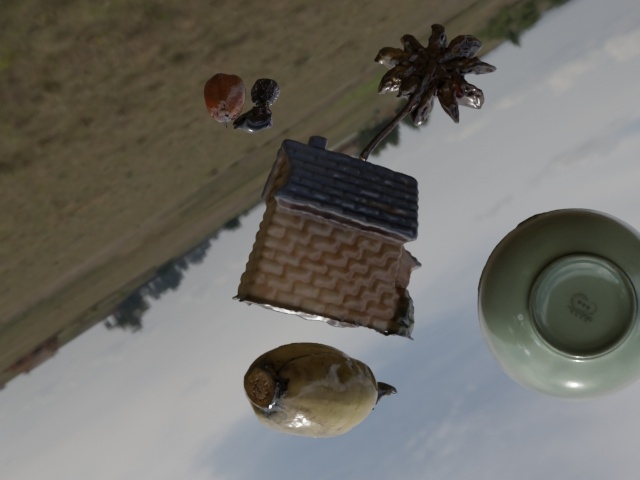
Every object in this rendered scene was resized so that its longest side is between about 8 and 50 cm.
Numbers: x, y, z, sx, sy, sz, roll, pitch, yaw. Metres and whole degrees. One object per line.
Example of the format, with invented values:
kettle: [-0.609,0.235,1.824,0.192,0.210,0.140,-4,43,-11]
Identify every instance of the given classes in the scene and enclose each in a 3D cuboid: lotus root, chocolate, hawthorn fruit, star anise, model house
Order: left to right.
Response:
hawthorn fruit: [-0.175,-0.258,1.825,0.081,0.093,0.081,-5,160,-2]
chocolate: [-0.119,-0.252,1.918,0.072,0.070,0.147,-1,-135,17]
lotus root: [0.002,0.185,1.209,0.221,0.125,0.118,15,111,-44]
model house: [0.010,-0.005,0.956,0.183,0.166,0.172,166,-64,-77]
star anise: [0.156,-0.211,1.399,0.177,0.234,0.073,5,161,12]

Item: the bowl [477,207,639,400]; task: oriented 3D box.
bowl: [0.445,0.112,1.710,0.354,0.354,0.185,-32,172,6]
